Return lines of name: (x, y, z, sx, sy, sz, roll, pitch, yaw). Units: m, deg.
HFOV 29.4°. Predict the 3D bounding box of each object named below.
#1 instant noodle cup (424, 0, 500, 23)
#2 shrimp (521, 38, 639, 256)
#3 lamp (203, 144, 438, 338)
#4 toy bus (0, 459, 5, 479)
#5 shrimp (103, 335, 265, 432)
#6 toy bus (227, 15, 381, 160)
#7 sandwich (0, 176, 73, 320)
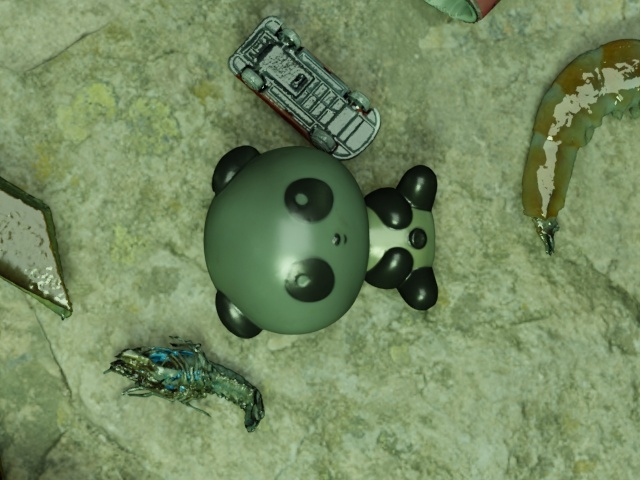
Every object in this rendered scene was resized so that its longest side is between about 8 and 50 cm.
instant noodle cup: (0.184, -0.379, 1.310, 0.244, 0.244, 0.255, 39, 89, -2)
shrimp: (0.337, -0.129, 1.369, 0.287, 0.068, 0.185, -29, 87, -6)
lamp: (0.000, 0.000, 1.268, 0.244, 0.198, 0.197, -1, 85, -16)
toy bus: (-0.390, 0.190, 1.229, 0.121, 0.123, 0.335, -13, 86, -7)
shrimp: (-0.142, 0.151, 1.301, 0.174, 0.076, 0.082, 22, 123, -8)
toy bus: (-0.016, -0.157, 1.326, 0.174, 0.077, 0.079, 42, 82, -2)
sandwich: (-0.349, -0.020, 1.269, 0.258, 0.094, 0.096, 31, 86, -4)
